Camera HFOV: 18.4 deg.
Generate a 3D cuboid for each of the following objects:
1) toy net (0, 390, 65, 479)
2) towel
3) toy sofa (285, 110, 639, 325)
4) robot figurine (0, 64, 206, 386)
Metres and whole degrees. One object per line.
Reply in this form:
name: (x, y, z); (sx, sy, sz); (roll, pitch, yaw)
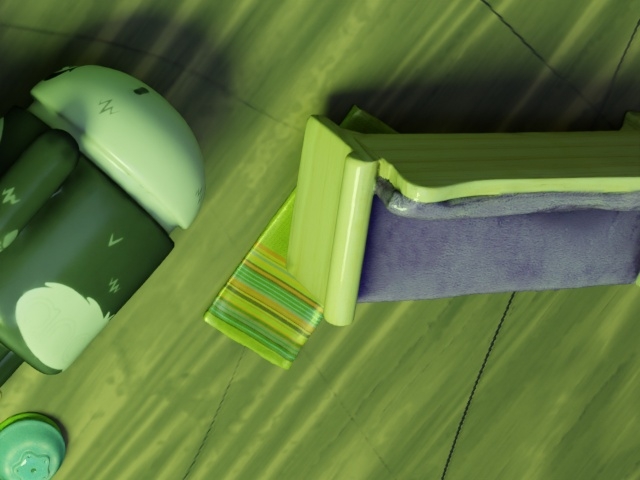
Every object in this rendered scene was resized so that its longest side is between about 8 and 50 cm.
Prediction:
toy net: (-0.324, 0.155, 1.690); (0.122, 0.045, 0.232); (-40, 120, 3)
towel: (0.000, 0.000, 1.750); (0.102, 0.021, 0.237); (30, 101, -31)
toy sofa: (0.166, -0.013, 1.698); (0.363, 0.177, 0.150); (-3, 115, -27)
robot figurine: (-0.218, -0.010, 1.550); (0.278, 0.209, 0.173); (-49, 120, -6)
